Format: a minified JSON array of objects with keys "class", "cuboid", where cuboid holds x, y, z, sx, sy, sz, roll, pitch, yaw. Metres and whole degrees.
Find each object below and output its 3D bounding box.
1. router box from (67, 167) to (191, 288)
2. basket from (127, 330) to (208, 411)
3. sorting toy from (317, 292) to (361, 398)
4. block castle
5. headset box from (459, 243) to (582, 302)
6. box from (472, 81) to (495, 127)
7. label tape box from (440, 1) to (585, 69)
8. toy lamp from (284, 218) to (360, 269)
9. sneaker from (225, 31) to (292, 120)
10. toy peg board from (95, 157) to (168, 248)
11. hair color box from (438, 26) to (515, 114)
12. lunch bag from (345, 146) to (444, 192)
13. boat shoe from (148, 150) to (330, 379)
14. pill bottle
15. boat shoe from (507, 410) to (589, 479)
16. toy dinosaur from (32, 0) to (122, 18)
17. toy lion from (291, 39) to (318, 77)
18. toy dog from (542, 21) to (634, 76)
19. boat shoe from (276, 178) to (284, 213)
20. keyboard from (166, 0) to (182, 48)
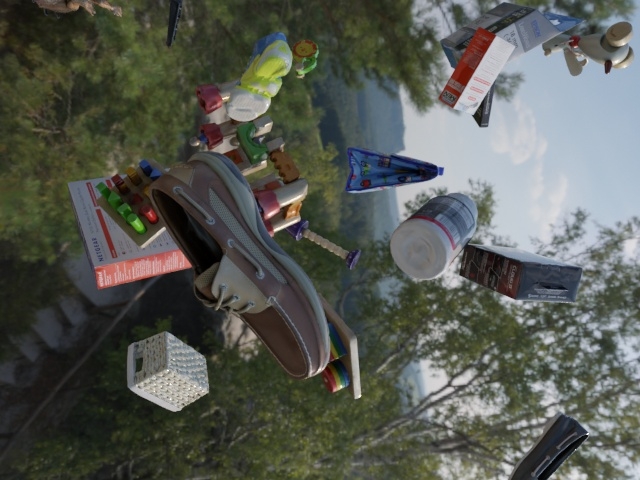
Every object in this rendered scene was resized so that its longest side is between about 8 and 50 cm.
[{"class":"router box","cuboid":[-0.484,-0.051,1.380,0.335,0.301,0.082,55,-34,35]},{"class":"basket","cuboid":[-0.338,0.292,1.150,0.167,0.103,0.113,54,12,-46]},{"class":"sorting toy","cuboid":[0.022,0.343,1.629,0.255,0.089,0.257,45,-32,52]},{"class":"block castle","cuboid":[-0.238,-0.234,1.570,0.453,0.212,0.303,61,-18,12]},{"class":"headset box","cuboid":[0.586,0.096,1.499,0.293,0.218,0.110,-151,-113,-67]},{"class":"box","cuboid":[0.437,-0.404,1.388,0.116,0.029,0.162,-94,178,-52]},{"class":"label tape box","cuboid":[0.550,-0.618,1.513,0.106,0.333,0.241,56,13,-27]},{"class":"toy lamp","cuboid":[0.000,0.000,1.711,0.080,0.274,0.080,-55,163,-27]},{"class":"sneaker","cuboid":[-0.138,-0.383,1.190,0.091,0.240,0.126,25,51,-30]},{"class":"toy peg board","cuboid":[-0.390,-0.099,1.122,0.161,0.160,0.079,42,-17,15]},{"class":"hair color box","cuboid":[0.342,-0.368,1.126,0.053,0.093,0.167,46,-59,34]},{"class":"lunch bag","cuboid":[0.232,-0.212,1.581,0.221,0.293,0.138,-51,144,-79]},{"class":"boat shoe","cuboid":[-0.108,0.045,0.652,0.116,0.123,0.324,-32,87,-44]},{"class":"pill bottle","cuboid":[0.345,-0.029,1.487,0.318,0.176,0.176,-35,122,-49]},{"class":"boat shoe","cuboid":[0.630,0.639,1.448,0.095,0.335,0.112,30,-15,44]},{"class":"toy dinosaur","cuboid":[-0.595,-0.572,1.171,0.296,0.200,0.127,-86,175,-63]},{"class":"toy lion","cuboid":[-0.044,-0.483,1.342,0.100,0.096,0.034,54,-12,26]},{"class":"toy dog","cuboid":[0.971,-0.679,1.877,0.161,0.220,0.333,-59,-155,-8]},{"class":"boat shoe","cuboid":[-0.158,-0.146,1.854,0.048,0.056,0.153,20,74,-37]},{"class":"keyboard","cuboid":[-0.338,-0.610,1.221,0.317,0.033,0.202,-104,-154,-45]}]
